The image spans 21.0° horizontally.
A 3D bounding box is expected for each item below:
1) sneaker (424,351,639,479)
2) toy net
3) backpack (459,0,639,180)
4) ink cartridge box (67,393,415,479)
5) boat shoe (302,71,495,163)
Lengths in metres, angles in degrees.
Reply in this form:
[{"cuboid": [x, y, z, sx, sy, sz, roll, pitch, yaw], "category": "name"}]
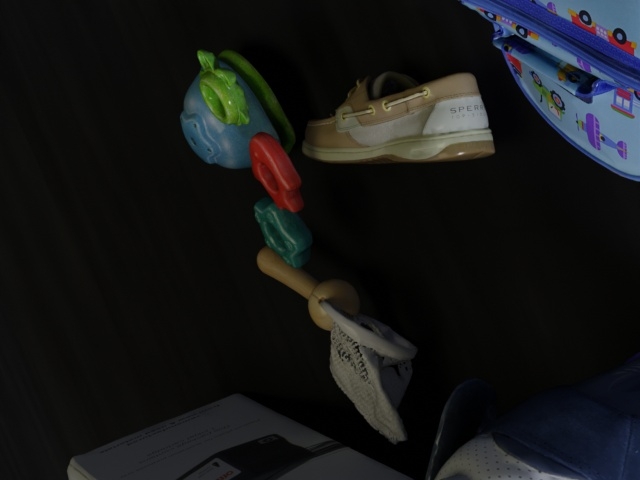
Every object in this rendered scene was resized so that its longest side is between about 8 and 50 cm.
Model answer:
[{"cuboid": [0.100, 0.211, 0.773, 0.130, 0.236, 0.322, 28, 132, 40], "category": "sneaker"}, {"cuboid": [0.000, 0.000, 0.925, 0.232, 0.045, 0.122, 58, 161, -2], "category": "toy net"}, {"cuboid": [0.122, -0.100, 0.656, 0.158, 0.117, 0.173, 40, 141, 32], "category": "backpack"}, {"cuboid": [-0.015, 0.229, 0.966, 0.307, 0.129, 0.223, 12, 121, 68], "category": "ink cartridge box"}, {"cuboid": [0.037, -0.061, 0.854, 0.135, 0.050, 0.045, 2, 97, 54], "category": "boat shoe"}]
